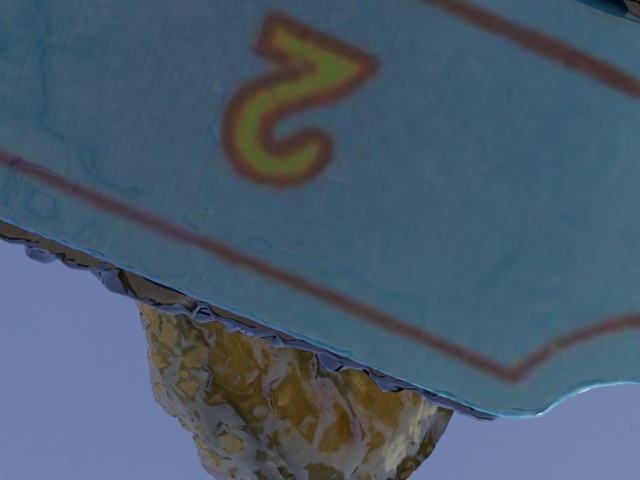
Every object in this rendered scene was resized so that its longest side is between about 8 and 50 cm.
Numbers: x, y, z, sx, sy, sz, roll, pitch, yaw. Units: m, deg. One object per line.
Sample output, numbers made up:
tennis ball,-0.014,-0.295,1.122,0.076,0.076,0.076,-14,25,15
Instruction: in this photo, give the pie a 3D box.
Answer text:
pie,0.000,0.000,0.871,0.055,0.274,0.274,2,-118,38

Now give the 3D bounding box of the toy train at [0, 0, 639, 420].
toy train,0.009,-0.099,0.570,0.300,0.188,0.265,22,-75,-1
